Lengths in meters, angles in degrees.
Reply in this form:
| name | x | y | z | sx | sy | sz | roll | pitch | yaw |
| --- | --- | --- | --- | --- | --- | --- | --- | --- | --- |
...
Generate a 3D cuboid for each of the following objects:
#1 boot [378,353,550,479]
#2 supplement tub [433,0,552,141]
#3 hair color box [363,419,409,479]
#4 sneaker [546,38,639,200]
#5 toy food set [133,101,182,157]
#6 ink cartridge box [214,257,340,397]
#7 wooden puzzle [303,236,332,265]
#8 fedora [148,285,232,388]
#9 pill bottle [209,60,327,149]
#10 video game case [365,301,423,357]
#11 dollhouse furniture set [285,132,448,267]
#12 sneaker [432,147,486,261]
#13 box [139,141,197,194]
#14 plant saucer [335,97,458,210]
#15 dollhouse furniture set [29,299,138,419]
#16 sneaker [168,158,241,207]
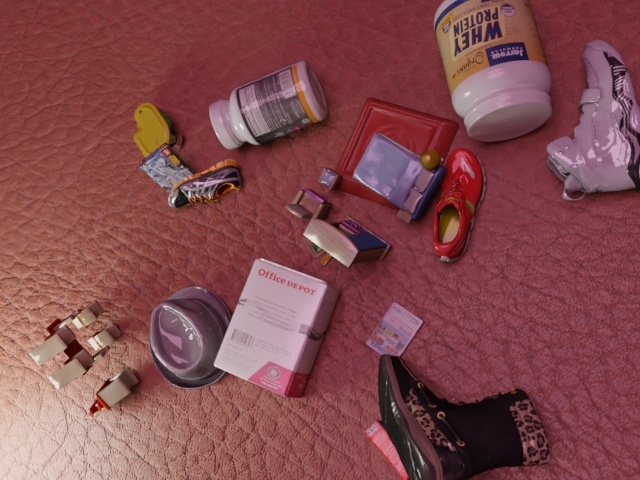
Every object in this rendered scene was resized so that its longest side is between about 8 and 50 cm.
| name | x | y | z | sx | sy | sz | roll | pitch | yaw |
| --- | --- | --- | --- | --- | --- | --- | --- | --- | --- |
| boot | 0.289 | 0.369 | 1.625 | 0.284 | 0.377 | 0.138 | -5 | 116 | -10 |
| supplement tub | 0.401 | -0.411 | 1.754 | 0.228 | 0.228 | 0.316 | -15 | 72 | 15 |
| hair color box | 0.165 | 0.469 | 1.696 | 0.043 | 0.072 | 0.141 | -45 | 66 | 4 |
| sneaker | 0.596 | -0.265 | 1.694 | 0.210 | 0.137 | 0.366 | -16 | 75 | 12 |
| toy food set | -0.444 | -0.288 | 2.116 | 0.128 | 0.071 | 0.218 | -49 | 62 | 28 |
| ink cartridge box | -0.100 | 0.211 | 1.831 | 0.207 | 0.117 | 0.283 | 19 | 84 | 23 |
| wooden puzzle | 0.000 | 0.000 | 1.906 | 0.078 | 0.014 | 0.116 | -40 | 67 | 6 |
| fedora | -0.346 | 0.238 | 1.908 | 0.243 | 0.124 | 0.275 | -32 | 68 | 9 |
| pill bottle | -0.135 | -0.344 | 1.964 | 0.278 | 0.162 | 0.162 | -19 | 71 | 15 |
| video game case | 0.175 | 0.218 | 1.790 | 0.087 | 0.011 | 0.122 | 34 | 89 | 23 |
| dollhouse furniture set | 0.091 | -0.133 | 1.759 | 0.286 | 0.198 | 0.303 | 36 | 107 | 21 |
| sneaker | 0.318 | -0.089 | 1.759 | 0.107 | 0.118 | 0.279 | 6 | 78 | 20 |
| box | -0.405 | -0.189 | 2.035 | 0.094 | 0.137 | 0.027 | -35 | 40 | 8 |
| plant saucer | 0.176 | -0.219 | 1.883 | 0.259 | 0.048 | 0.258 | 21 | 84 | 22 |
| dollhouse furniture set | -0.600 | 0.311 | 1.924 | 0.135 | 0.262 | 0.259 | -34 | 99 | 11 |
| sneaker | -0.307 | -0.136 | 2.015 | 0.215 | 0.084 | 0.083 | -27 | 74 | 10 |
